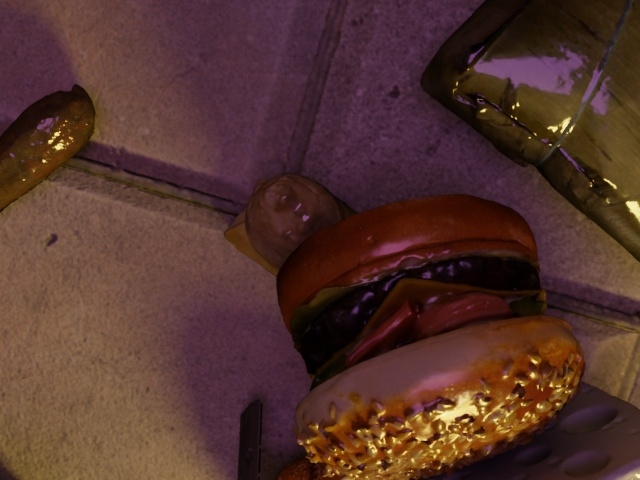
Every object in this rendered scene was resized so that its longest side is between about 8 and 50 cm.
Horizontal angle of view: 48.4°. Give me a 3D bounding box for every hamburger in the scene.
[{"bbox_3d":[0.097,0.104,0.674,0.291,0.291,0.225,-17,65,4],"label":"hamburger"}]

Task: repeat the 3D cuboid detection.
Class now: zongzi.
[{"bbox_3d":[0.336,-0.163,0.717,0.360,0.160,0.323,43,96,-1],"label":"zongzi"}]

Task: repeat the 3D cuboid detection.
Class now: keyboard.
[{"bbox_3d":[-0.079,0.245,0.789,0.015,0.049,0.129,13,52,-19],"label":"keyboard"}]

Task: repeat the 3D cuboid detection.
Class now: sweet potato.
[{"bbox_3d":[-0.361,-0.073,0.804,0.273,0.075,0.075,-36,92,9],"label":"sweet potato"}]

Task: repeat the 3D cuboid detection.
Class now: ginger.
[{"bbox_3d":[0.003,0.002,0.772,0.193,0.122,0.115,30,83,-9],"label":"ginger"}]

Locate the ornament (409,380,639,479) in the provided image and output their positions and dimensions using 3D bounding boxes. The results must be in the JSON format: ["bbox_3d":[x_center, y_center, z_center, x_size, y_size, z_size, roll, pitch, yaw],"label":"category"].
[{"bbox_3d":[0.245,0.312,0.702,0.239,0.240,0.240,-24,93,-4],"label":"ornament"}]

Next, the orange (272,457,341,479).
[{"bbox_3d":[0.013,0.331,0.770,0.193,0.161,0.193,0,92,-1],"label":"orange"}]
